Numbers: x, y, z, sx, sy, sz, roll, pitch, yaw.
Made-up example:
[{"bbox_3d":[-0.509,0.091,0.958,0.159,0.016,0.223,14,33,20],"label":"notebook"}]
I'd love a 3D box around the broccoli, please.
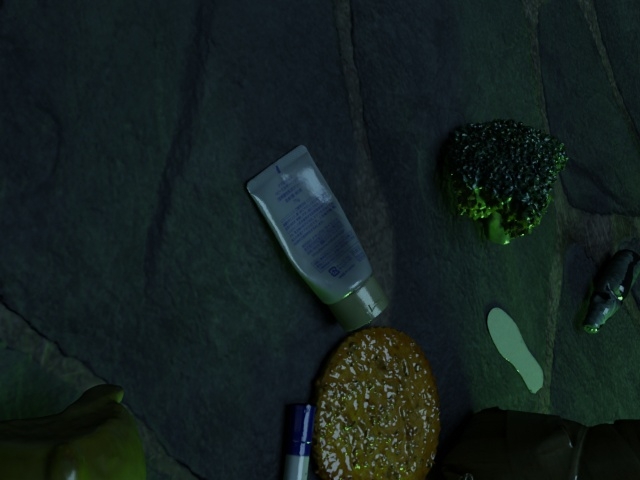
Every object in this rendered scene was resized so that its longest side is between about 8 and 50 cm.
[{"bbox_3d":[0.283,-0.076,1.252,0.194,0.194,0.219,48,17,-31],"label":"broccoli"}]

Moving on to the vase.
[{"bbox_3d":[0.541,0.099,1.550,0.211,0.060,0.060,-47,118,-37],"label":"vase"}]

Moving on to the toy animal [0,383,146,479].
[{"bbox_3d":[-0.240,0.298,0.682,0.181,0.180,0.363,-1,109,-39],"label":"toy animal"}]

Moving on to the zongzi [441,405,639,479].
[{"bbox_3d":[0.426,0.480,1.110,0.218,0.467,0.500,-25,105,-49],"label":"zongzi"}]

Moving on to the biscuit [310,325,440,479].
[{"bbox_3d":[0.080,0.236,1.089,0.254,0.035,0.254,6,81,-45],"label":"biscuit"}]

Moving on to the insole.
[{"bbox_3d":[0.321,0.180,1.359,0.197,0.004,0.065,51,54,-30],"label":"insole"}]

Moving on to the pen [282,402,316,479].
[{"bbox_3d":[-0.034,0.325,0.967,0.033,0.033,0.269,16,75,-43],"label":"pen"}]

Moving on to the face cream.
[{"bbox_3d":[0.000,0.000,1.024,0.114,0.070,0.224,-40,102,-40],"label":"face cream"}]
